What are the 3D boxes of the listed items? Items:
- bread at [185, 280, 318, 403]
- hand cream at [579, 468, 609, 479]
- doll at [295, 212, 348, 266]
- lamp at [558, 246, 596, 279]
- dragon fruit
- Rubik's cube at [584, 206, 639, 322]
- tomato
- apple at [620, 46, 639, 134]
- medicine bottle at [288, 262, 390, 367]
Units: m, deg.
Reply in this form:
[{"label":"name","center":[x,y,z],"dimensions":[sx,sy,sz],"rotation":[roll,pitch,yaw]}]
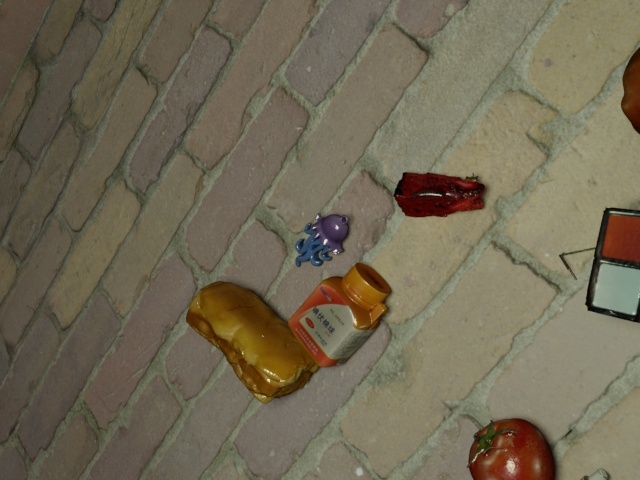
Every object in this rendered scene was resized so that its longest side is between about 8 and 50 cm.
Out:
[{"label":"bread","center":[-0.164,0.230,1.460],"dimensions":[0.344,0.195,0.149],"rotation":[39,112,27]},{"label":"hand cream","center":[0.451,0.498,1.124],"dimensions":[0.216,0.038,0.052],"rotation":[-56,33,20]},{"label":"doll","center":[0.000,0.000,1.451],"dimensions":[0.206,0.067,0.110],"rotation":[-40,79,36]},{"label":"lamp","center":[0.512,0.022,1.128],"dimensions":[0.121,0.041,0.054],"rotation":[-31,61,24]},{"label":"dragon fruit","center":[0.250,-0.111,1.267],"dimensions":[0.192,0.122,0.093],"rotation":[1,71,36]},{"label":"Rubik's cube","center":[0.565,0.052,0.982],"dimensions":[0.183,0.167,0.180],"rotation":[16,95,51]},{"label":"tomato","center":[0.359,0.418,1.124],"dimensions":[0.167,0.167,0.168],"rotation":[-4,83,33]},{"label":"apple","center":[0.610,-0.252,0.975],"dimensions":[0.233,0.234,0.234],"rotation":[-4,83,33]},{"label":"medicine bottle","center":[0.050,0.163,1.369],"dimensions":[0.222,0.112,0.149],"rotation":[-51,62,19]}]
